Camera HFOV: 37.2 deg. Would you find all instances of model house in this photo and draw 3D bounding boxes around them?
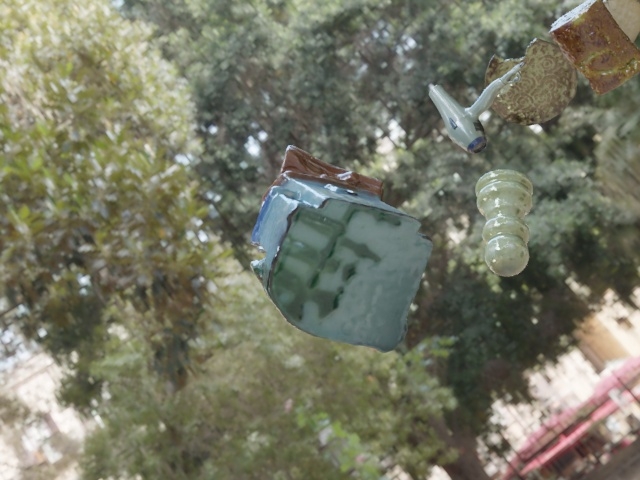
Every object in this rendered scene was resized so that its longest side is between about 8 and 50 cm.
[{"bbox_3d":[0.000,0.000,1.718,0.295,0.329,0.251,13,-72,-25],"label":"model house"}]

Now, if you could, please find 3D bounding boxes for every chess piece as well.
[{"bbox_3d":[0.445,-0.029,2.273,0.144,0.251,0.144,3,-36,2],"label":"chess piece"}]

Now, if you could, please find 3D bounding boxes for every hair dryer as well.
[{"bbox_3d":[0.288,-0.286,1.820,0.067,0.167,0.199,-1,-56,-45],"label":"hair dryer"}]

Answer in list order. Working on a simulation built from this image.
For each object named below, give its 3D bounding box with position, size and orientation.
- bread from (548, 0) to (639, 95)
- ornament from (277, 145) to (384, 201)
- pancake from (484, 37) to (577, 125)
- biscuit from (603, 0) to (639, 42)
[{"bbox_3d":[0.549,-0.384,1.890,0.132,0.172,0.103,-29,15,47],"label":"bread"},{"bbox_3d":[0.007,-0.074,1.961,0.235,0.218,0.221,-78,6,-53],"label":"ornament"},{"bbox_3d":[0.519,-0.388,2.347,0.235,0.212,0.029,-13,21,23],"label":"pancake"},{"bbox_3d":[0.688,-0.503,2.212,0.152,0.020,0.152,-9,-56,-14],"label":"biscuit"}]
